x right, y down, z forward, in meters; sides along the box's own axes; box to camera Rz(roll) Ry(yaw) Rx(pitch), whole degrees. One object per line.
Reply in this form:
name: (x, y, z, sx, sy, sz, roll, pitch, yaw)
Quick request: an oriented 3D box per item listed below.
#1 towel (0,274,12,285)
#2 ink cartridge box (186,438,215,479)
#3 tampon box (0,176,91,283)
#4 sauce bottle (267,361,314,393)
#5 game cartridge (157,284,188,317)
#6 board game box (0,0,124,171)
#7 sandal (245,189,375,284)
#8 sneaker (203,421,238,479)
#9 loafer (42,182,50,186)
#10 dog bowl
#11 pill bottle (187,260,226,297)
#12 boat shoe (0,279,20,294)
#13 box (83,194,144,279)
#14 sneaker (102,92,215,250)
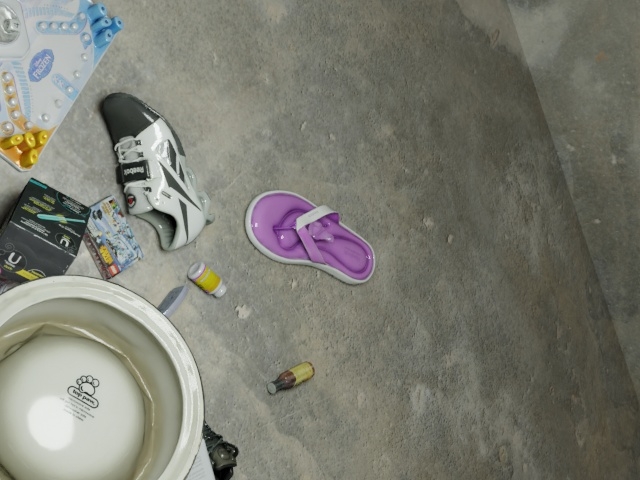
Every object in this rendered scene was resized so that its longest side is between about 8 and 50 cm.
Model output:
towel: (-0.573, 0.067, 1.581, 0.144, 0.029, 0.197, 26, 63, -41)
ink cartridge box: (-0.305, 0.581, 1.663, 0.279, 0.160, 0.385, -18, 94, -47)
tampon box: (-0.471, -0.007, 1.570, 0.120, 0.101, 0.161, 31, 24, -19)
sauce bottle: (-0.066, 0.306, 2.075, 0.128, 0.042, 0.042, -20, 96, -45)
game cartridge: (-0.296, 0.124, 1.851, 0.017, 0.056, 0.083, 49, 50, -19)
board game box: (-0.571, -0.387, 1.667, 0.390, 0.050, 0.390, 44, 52, -32)
sandal: (0.001, -0.015, 2.171, 0.416, 0.102, 0.169, 21, 66, -43)
sneaker: (-0.227, 0.379, 1.818, 0.087, 0.130, 0.228, -18, 93, -50)
loafer: (-0.479, -0.040, 1.692, 0.050, 0.056, 0.148, -38, 120, -46)
dog bowl: (-0.395, 0.269, 1.473, 0.408, 0.150, 0.408, 16, 59, -28)
pill bottle: (-0.233, 0.082, 1.938, 0.083, 0.043, 0.043, 45, 52, -31)
boat shoe: (-0.441, 0.130, 1.650, 0.267, 0.088, 0.096, 39, 54, -47)
box: (-0.403, -0.006, 1.784, 0.094, 0.027, 0.137, -38, 109, -46)
sneaker: (-0.333, -0.127, 1.816, 0.330, 0.122, 0.146, 59, 44, -20)
